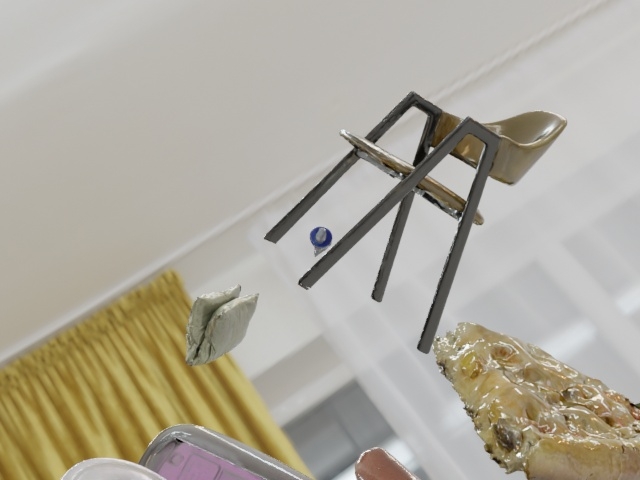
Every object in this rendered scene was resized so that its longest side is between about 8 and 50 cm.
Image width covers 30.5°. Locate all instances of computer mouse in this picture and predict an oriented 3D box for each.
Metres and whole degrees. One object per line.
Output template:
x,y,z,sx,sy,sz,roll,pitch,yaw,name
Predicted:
-0.106,0.357,1.546,0.310,0.072,0.158,29,-93,-16,computer mouse

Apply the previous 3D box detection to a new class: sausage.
0.117,0.390,1.848,0.077,0.194,0.077,-11,-67,-27,sausage

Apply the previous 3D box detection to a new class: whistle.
0.000,0.000,1.482,0.083,0.029,0.033,84,-149,-78,whistle

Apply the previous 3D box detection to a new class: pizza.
0.368,0.243,1.616,0.391,0.435,0.080,18,-73,-14,pizza

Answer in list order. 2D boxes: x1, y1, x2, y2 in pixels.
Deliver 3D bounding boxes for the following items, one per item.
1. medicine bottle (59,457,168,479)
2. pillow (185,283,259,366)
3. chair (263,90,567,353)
-0.268,0.415,1.243,0.325,0.256,0.256,-51,-31,17,medicine bottle
-0.190,0.158,2.215,0.181,0.077,0.134,-20,-49,-65,pillow
0.091,-0.048,1.080,0.172,0.159,0.247,28,-84,-20,chair
